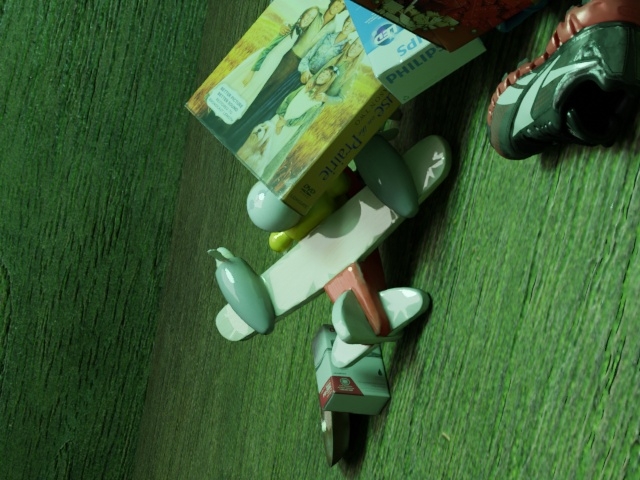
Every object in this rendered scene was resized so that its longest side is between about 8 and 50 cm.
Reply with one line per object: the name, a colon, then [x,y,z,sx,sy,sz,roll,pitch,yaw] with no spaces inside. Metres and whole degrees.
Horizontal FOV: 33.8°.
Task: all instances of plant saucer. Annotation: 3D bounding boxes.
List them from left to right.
plant saucer: [0.024,0.282,1.777,0.198,0.036,0.198,177,90,-85]

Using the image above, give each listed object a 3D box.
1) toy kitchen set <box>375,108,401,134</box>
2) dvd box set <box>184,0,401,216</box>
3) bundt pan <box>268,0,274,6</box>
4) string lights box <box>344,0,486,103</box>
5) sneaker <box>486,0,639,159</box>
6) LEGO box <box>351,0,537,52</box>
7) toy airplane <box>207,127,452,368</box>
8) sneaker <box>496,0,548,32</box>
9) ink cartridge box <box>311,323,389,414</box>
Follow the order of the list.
toy kitchen set: [0.083,-0.198,1.770,0.075,0.068,0.083,-113,34,-56]
dvd box set: [0.018,-0.276,1.533,0.420,0.062,0.307,-48,48,5]
bundt pan: [-0.022,-0.381,2.070,0.331,0.124,0.331,-174,90,-73]
string lights box: [0.106,-0.323,1.401,0.133,0.077,0.260,-31,53,18]
sneaker: [0.264,-0.146,1.150,0.276,0.097,0.135,130,145,-57]
LEGO box: [0.194,-0.526,1.163,0.372,0.193,0.500,-26,57,43]
toy airplane: [0.000,0.000,1.616,0.384,0.272,0.386,13,80,51]
sneaker: [0.263,-0.357,1.290,0.126,0.091,0.240,63,146,27]
ink cartridge box: [0.047,0.205,1.687,0.056,0.099,0.135,117,152,-43]
